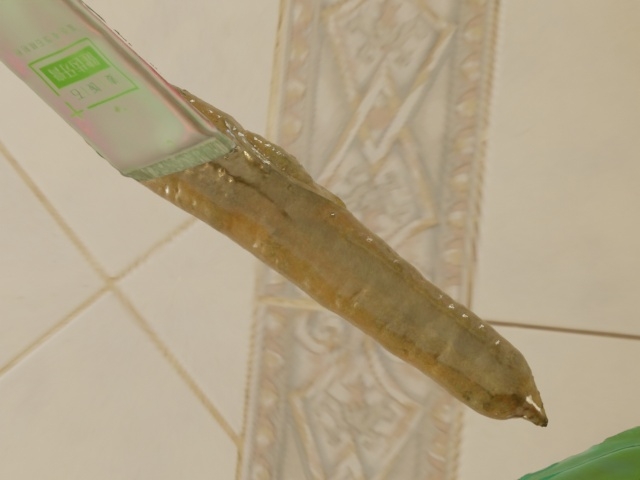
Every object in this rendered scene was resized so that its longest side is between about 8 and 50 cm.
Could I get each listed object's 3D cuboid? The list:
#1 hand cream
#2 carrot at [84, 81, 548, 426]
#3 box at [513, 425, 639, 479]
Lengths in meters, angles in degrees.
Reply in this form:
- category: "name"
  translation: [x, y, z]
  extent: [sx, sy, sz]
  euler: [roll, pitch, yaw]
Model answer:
- category: "hand cream"
  translation: [-0.158, -0.122, 0.807]
  extent: [0.275, 0.079, 0.050]
  euler: [44, 83, -24]
- category: "carrot"
  translation: [-0.001, 0.001, 1.029]
  extent: [0.342, 0.070, 0.070]
  euler: [35, 86, 11]
- category: "box"
  translation: [0.122, 0.245, 0.864]
  extent: [0.337, 0.264, 0.106]
  euler: [-18, 128, -19]
